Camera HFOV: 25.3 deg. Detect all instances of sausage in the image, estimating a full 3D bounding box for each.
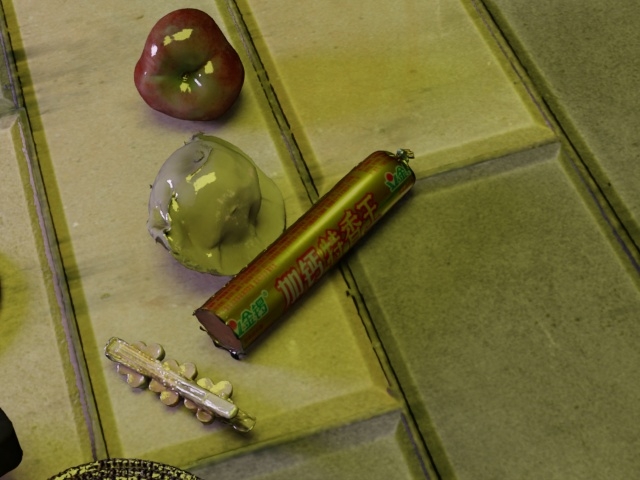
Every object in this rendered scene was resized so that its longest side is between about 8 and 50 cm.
[{"bbox_3d":[0.000,0.000,1.719,0.082,0.082,0.371,29,56,29],"label":"sausage"}]

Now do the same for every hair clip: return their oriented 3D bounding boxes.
[{"bbox_3d":[-0.156,0.163,1.605,0.214,0.056,0.062,23,70,36],"label":"hair clip"}]

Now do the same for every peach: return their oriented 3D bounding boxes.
[{"bbox_3d":[-0.173,-0.243,1.926,0.152,0.152,0.152,-4,47,4],"label":"peach"}]

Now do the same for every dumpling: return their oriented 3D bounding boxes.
[{"bbox_3d":[-0.120,-0.046,1.758,0.172,0.142,0.247,28,40,-14],"label":"dumpling"}]

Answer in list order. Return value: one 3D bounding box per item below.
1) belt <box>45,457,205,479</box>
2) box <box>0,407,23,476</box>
[{"bbox_3d":[-0.178,0.351,1.384,0.260,0.122,0.325,-28,49,-24],"label":"belt"},{"bbox_3d":[-0.501,0.247,1.470,0.350,0.058,0.211,-29,38,-24],"label":"box"}]
